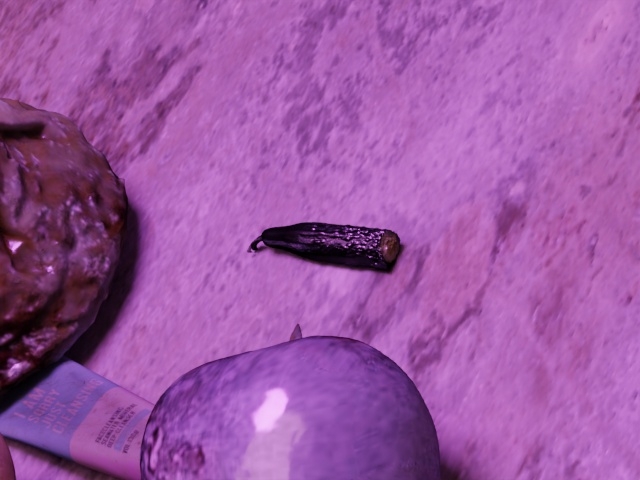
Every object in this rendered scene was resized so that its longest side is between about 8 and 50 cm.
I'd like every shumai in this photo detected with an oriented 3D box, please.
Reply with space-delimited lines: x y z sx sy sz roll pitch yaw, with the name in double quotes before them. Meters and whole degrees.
"shumai" -0.416 -0.033 1.944 0.395 0.348 0.395 -13 52 18

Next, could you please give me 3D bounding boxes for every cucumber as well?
"cucumber" 0.000 0.000 1.893 0.163 0.043 0.039 9 25 32

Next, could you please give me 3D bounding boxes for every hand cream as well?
"hand cream" -0.207 0.172 1.868 0.312 0.070 0.111 16 64 42

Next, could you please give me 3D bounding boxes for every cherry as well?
"cherry" -0.025 0.201 1.644 0.255 0.218 0.296 -11 67 15

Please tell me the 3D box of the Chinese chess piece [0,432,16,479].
"Chinese chess piece" -0.405 0.234 1.810 0.251 0.251 0.097 -28 51 10
